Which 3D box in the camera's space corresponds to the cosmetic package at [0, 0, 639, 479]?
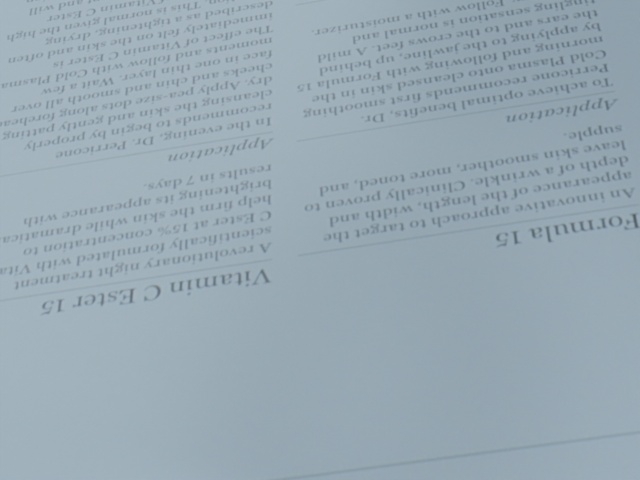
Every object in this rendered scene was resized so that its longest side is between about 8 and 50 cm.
[{"bbox_3d":[0.000,0.000,0.443,0.377,0.097,0.284,-8,42,8],"label":"cosmetic package"}]
